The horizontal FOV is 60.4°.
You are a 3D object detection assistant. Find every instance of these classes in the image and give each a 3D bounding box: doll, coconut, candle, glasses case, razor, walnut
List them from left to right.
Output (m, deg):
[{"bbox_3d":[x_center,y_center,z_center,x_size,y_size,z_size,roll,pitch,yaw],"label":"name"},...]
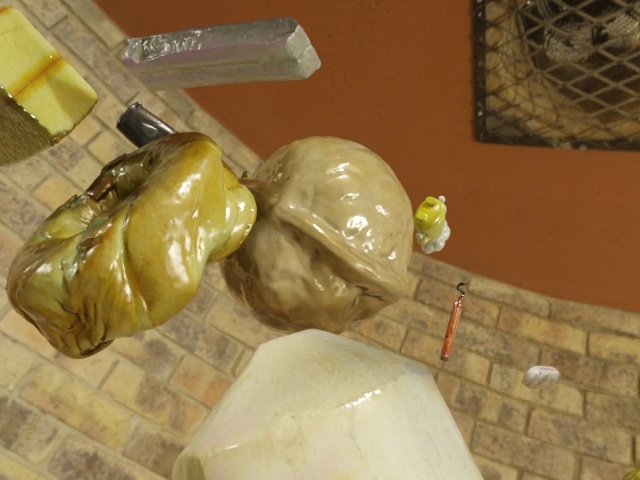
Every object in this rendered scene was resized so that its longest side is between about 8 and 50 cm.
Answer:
[{"bbox_3d":[-0.405,-0.253,1.299,0.148,0.090,0.054,38,-13,-20],"label":"razor"},{"bbox_3d":[0.000,0.000,0.981,0.381,0.381,0.381,16,-38,13],"label":"walnut"},{"bbox_3d":[0.003,0.272,0.654,0.352,0.353,0.353,16,-38,13],"label":"coconut"},{"bbox_3d":[0.237,-0.031,1.177,0.062,0.106,0.162,29,-13,28],"label":"doll"},{"bbox_3d":[0.262,0.158,1.082,0.021,0.167,0.026,8,-28,25],"label":"candle"},{"bbox_3d":[0.315,0.195,0.784,0.083,0.032,0.021,16,16,-42],"label":"glasses case"}]

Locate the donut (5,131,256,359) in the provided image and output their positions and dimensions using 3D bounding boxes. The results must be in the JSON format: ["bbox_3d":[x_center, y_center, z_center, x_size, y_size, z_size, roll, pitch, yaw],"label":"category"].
[{"bbox_3d":[-0.256,-0.004,0.759,0.360,0.360,0.170,-10,-54,39],"label":"donut"}]

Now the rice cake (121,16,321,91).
[{"bbox_3d":[-0.155,-0.276,0.830,0.297,0.050,0.106,1,-14,19],"label":"rice cake"}]

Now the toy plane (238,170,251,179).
[{"bbox_3d":[-0.186,-0.112,1.159,0.111,0.040,0.102,-20,-53,24],"label":"toy plane"}]

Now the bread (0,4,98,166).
[{"bbox_3d":[-0.655,-0.236,1.059,0.361,0.245,0.233,-29,-59,20],"label":"bread"}]

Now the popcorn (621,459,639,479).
[{"bbox_3d":[0.467,0.351,0.633,0.293,0.293,0.237,-2,-82,33],"label":"popcorn"}]
